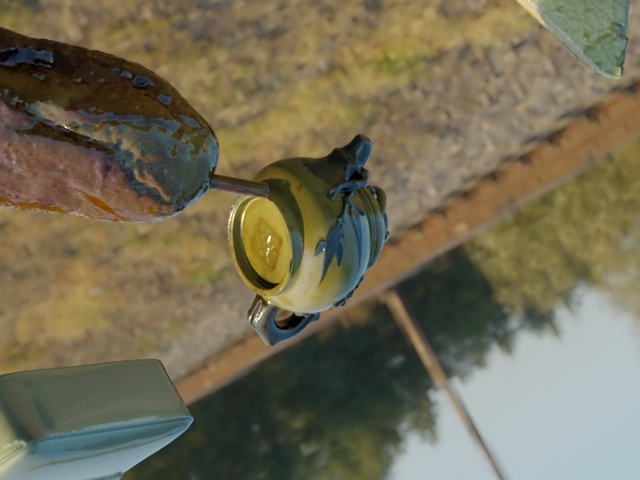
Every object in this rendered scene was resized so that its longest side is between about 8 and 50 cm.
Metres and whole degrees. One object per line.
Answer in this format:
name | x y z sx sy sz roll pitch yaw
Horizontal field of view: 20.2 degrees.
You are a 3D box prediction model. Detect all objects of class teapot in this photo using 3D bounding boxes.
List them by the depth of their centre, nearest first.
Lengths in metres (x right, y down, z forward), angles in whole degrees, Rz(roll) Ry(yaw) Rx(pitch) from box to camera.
teapot | 0.000 0.000 2.014 0.182 0.173 0.269 -13 131 -36

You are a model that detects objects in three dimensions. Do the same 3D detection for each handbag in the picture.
handbag | -0.248 0.187 1.502 0.219 0.079 0.256 -41 160 25

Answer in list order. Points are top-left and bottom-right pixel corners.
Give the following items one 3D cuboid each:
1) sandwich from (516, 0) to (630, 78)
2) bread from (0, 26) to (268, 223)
sandwich | 0.202 -0.248 1.602 0.162 0.193 0.058 7 -174 1
bread | -0.197 -0.071 1.199 0.084 0.344 0.124 -96 -157 -54
